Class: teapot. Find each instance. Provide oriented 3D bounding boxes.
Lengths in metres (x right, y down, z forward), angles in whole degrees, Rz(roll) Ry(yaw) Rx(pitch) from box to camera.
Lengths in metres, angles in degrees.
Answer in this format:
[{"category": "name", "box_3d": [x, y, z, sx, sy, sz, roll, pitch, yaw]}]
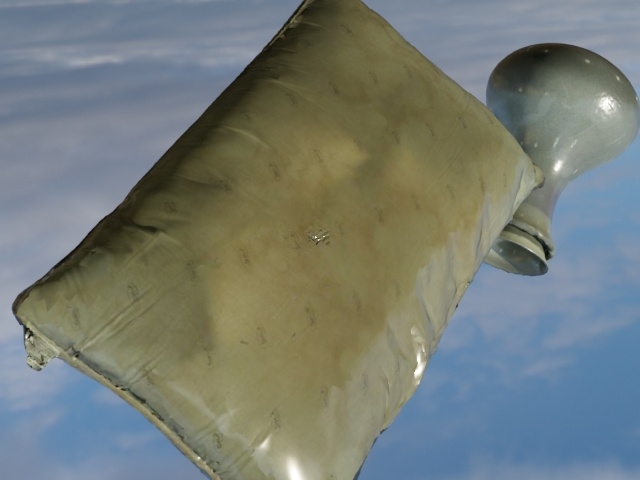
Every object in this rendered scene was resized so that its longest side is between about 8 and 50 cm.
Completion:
[{"category": "teapot", "box_3d": [0.252, -0.091, 1.124, 0.183, 0.251, 0.183, 22, 164, 7]}]

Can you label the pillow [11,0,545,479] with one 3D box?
[{"category": "pillow", "box_3d": [0.000, 0.000, 0.510, 0.075, 0.185, 0.302, -36, -166, 53]}]
